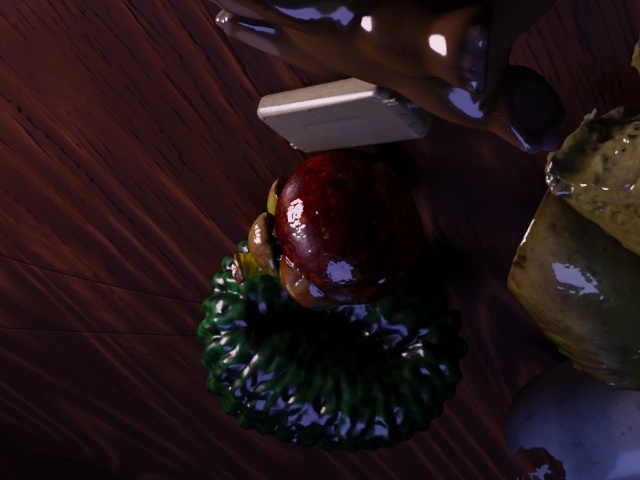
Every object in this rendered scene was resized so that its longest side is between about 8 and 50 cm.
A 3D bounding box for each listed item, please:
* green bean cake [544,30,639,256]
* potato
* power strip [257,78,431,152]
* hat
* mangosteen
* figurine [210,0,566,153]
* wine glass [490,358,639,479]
[{"bbox_3d":[0.298,-0.060,0.973,0.233,0.124,0.236,39,157,6],"label":"green bean cake"},{"bbox_3d":[0.252,0.033,1.216,0.176,0.141,0.298,17,161,35],"label":"potato"},{"bbox_3d":[0.025,-0.111,1.199,0.169,0.028,0.076,-4,149,43],"label":"power strip"},{"bbox_3d":[0.002,0.119,1.496,0.274,0.242,0.332,33,169,2],"label":"hat"},{"bbox_3d":[0.012,0.003,1.284,0.145,0.156,0.181,33,122,-14],"label":"mangosteen"},{"bbox_3d":[0.043,-0.185,0.842,0.247,0.173,0.177,22,173,31],"label":"figurine"},{"bbox_3d":[0.355,0.193,1.471,0.190,0.190,0.357,26,150,-21],"label":"wine glass"}]
